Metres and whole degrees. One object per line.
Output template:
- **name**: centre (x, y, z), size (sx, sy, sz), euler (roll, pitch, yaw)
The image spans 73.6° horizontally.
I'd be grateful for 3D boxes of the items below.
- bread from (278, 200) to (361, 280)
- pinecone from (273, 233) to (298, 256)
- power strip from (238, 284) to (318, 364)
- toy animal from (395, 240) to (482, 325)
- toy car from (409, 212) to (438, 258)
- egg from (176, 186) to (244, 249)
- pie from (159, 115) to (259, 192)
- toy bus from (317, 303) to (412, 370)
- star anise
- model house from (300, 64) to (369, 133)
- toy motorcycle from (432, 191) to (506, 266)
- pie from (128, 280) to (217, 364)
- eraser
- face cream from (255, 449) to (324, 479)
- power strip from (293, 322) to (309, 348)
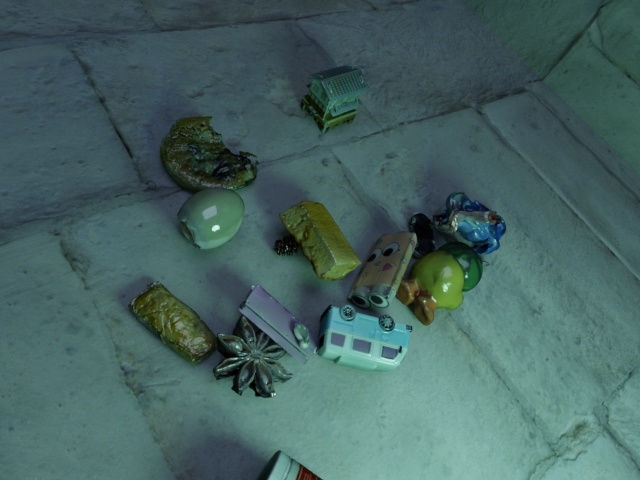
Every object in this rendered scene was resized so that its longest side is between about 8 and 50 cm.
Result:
- **bread**: centre (0.000, 0.000, 1.434), size (0.185, 0.114, 0.274), euler (4, 47, -58)
- **pinecone**: centre (-0.116, 0.021, 1.442), size (0.083, 0.077, 0.077), euler (-29, 71, -13)
- **power strip**: centre (-0.118, 0.246, 1.260), size (0.279, 0.037, 0.109), euler (43, 29, -8)
- **toy animal**: centre (0.430, 0.122, 1.489), size (0.338, 0.191, 0.216), euler (-29, 57, -27)
- **toy car**: centre (0.392, -0.019, 1.652), size (0.096, 0.056, 0.204), euler (11, 53, -12)
- **egg**: centre (-0.335, -0.078, 1.359), size (0.217, 0.183, 0.183), euler (-36, 76, -26)
- **pie**: centre (-0.414, -0.301, 1.539), size (0.371, 0.078, 0.296), euler (42, 57, 8)
- **toy bus**: centre (0.132, 0.310, 1.312), size (0.272, 0.133, 0.164), euler (15, 61, -7)
- **star anise**: centre (-0.199, 0.333, 1.190), size (0.236, 0.109, 0.223), euler (23, 43, -31)
- **model house**: centre (0.057, -0.612, 1.810), size (0.224, 0.215, 0.198), euler (-27, 73, -31)
- **toy motorcycle**: centre (0.587, -0.038, 1.687), size (0.319, 0.182, 0.241), euler (26, 98, -20)
- **pie**: centre (-0.416, 0.228, 1.213), size (0.282, 0.068, 0.128), euler (38, 54, 11)
- **eraser**: centre (0.221, 0.098, 1.465), size (0.087, 0.171, 0.290), euler (50, 50, -25)
- **face cream**: centre (-0.075, 0.632, 0.994), size (0.187, 0.201, 0.201), euler (34, 55, 3)
- **power strip**: centre (-0.050, 0.273, 1.243), size (0.055, 0.035, 0.083), euler (26, 32, -37)
